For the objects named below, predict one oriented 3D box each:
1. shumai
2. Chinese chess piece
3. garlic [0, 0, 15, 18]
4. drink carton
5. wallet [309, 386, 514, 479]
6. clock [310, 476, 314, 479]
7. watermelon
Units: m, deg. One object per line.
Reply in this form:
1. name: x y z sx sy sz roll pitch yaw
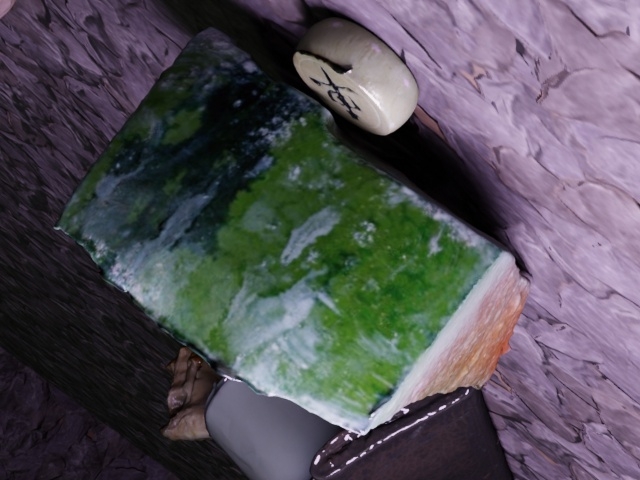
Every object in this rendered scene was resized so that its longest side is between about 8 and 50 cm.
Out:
1. shumai: -0.103 0.173 2.118 0.201 0.201 0.120 168 94 -72
2. Chinese chess piece: 0.022 -0.101 1.097 0.084 0.034 0.084 37 167 10
3. garlic: -0.319 -0.230 1.429 0.159 0.102 0.147 48 163 -31
4. drink carton: -0.009 0.223 1.912 0.189 0.191 0.185 42 169 35
5. wallet: 0.094 0.226 1.678 0.044 0.170 0.321 59 177 29
6. clock: 0.061 0.235 1.766 0.063 0.155 0.229 47 -170 29
7. watermelon: 0.004 -0.012 1.170 0.264 0.151 0.302 35 -164 20
